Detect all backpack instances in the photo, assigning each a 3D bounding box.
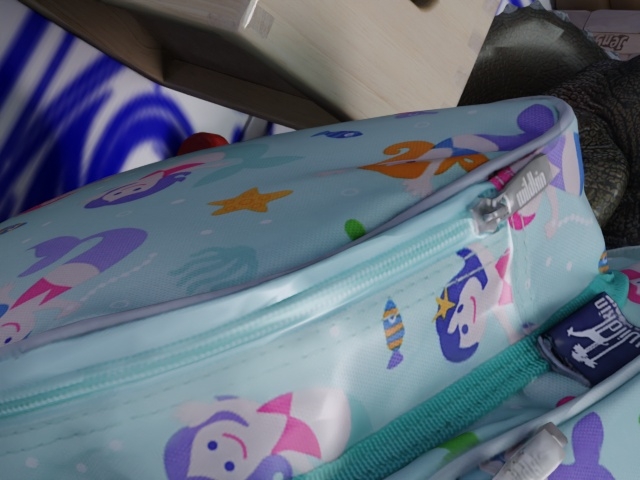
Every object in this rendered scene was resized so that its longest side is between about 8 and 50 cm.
[{"bbox_3d":[-0.027,0.082,0.411,0.253,0.225,0.191,-39,112,-41],"label":"backpack"}]

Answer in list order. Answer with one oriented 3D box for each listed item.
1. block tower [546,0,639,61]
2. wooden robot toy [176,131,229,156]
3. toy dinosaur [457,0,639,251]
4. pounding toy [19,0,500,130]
[{"bbox_3d":[0.107,-0.008,0.742,0.335,0.091,0.097,-59,140,-36],"label":"block tower"},{"bbox_3d":[0.000,0.000,0.577,0.076,0.079,0.173,-2,96,-59],"label":"wooden robot toy"},{"bbox_3d":[0.141,-0.021,0.569,0.121,0.313,0.160,60,41,-40],"label":"toy dinosaur"},{"bbox_3d":[-0.018,-0.094,0.501,0.141,0.130,0.100,29,82,-57],"label":"pounding toy"}]
